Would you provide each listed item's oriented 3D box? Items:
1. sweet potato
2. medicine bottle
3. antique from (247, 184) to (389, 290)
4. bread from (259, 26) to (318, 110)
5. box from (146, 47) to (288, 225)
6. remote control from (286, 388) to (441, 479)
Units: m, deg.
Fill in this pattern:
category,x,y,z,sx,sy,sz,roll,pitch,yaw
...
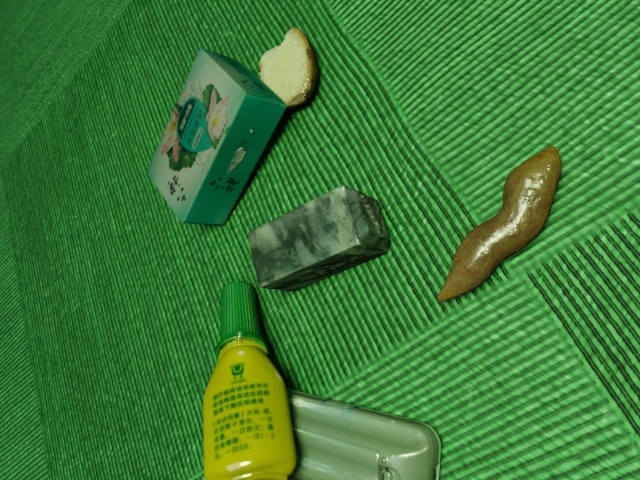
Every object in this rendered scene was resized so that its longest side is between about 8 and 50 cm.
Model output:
category,x,y,z,sx,sy,sz,roll,pitch,yaw
sweet potato,0.210,-0.009,0.571,0.065,0.051,0.218,40,104,29
medicine bottle,-0.105,0.180,0.680,0.111,0.076,0.308,-9,46,-5
antique,0.000,0.000,0.690,0.183,0.088,0.085,-25,69,28
bread,-0.052,-0.268,0.808,0.126,0.044,0.128,-15,76,39
box,-0.178,-0.163,0.817,0.153,0.092,0.244,47,117,31
remote control,-0.011,0.274,0.656,0.336,0.066,0.127,1,83,35
